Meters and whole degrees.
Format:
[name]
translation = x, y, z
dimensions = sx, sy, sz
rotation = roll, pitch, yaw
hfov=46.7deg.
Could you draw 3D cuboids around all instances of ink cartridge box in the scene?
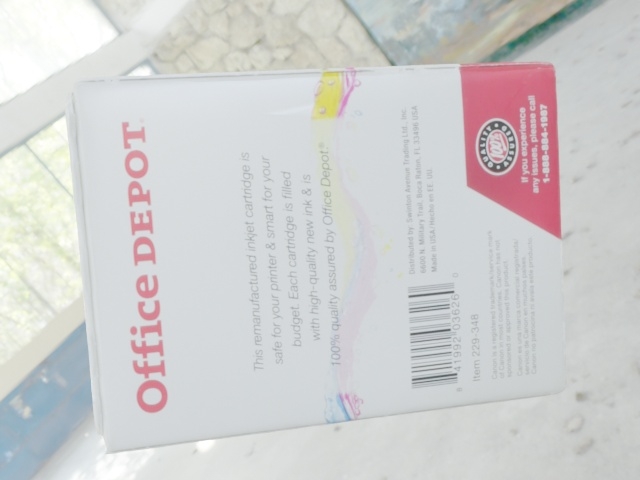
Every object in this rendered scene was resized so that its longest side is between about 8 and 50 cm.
[ink cartridge box]
translation = 0.000, 0.000, 0.511
dimensions = 0.306, 0.226, 0.131
rotation = -3, 7, -10
